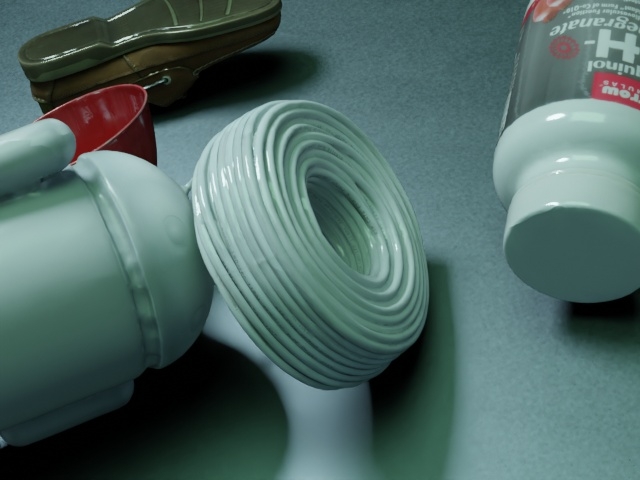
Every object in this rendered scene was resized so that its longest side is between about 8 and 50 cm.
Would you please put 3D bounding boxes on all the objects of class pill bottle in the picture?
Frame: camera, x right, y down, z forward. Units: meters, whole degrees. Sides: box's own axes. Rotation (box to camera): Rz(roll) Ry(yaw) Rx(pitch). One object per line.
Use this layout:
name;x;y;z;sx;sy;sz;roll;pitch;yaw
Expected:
pill bottle;0.257;-0.103;1.136;0.176;0.176;0.318;3;49;17

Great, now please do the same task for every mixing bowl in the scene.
mixing bowl;-0.230;-0.066;1.202;0.181;0.098;0.181;-21;29;12

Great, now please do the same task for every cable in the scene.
cable;0.000;0.000;1.062;0.089;0.257;0.257;-30;75;29

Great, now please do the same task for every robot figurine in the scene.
robot figurine;-0.242;0.043;1.032;0.353;0.300;0.200;-20;39;-20

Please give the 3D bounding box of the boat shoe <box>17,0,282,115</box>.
boat shoe;-0.186;-0.215;1.404;0.307;0.104;0.110;-13;37;4
